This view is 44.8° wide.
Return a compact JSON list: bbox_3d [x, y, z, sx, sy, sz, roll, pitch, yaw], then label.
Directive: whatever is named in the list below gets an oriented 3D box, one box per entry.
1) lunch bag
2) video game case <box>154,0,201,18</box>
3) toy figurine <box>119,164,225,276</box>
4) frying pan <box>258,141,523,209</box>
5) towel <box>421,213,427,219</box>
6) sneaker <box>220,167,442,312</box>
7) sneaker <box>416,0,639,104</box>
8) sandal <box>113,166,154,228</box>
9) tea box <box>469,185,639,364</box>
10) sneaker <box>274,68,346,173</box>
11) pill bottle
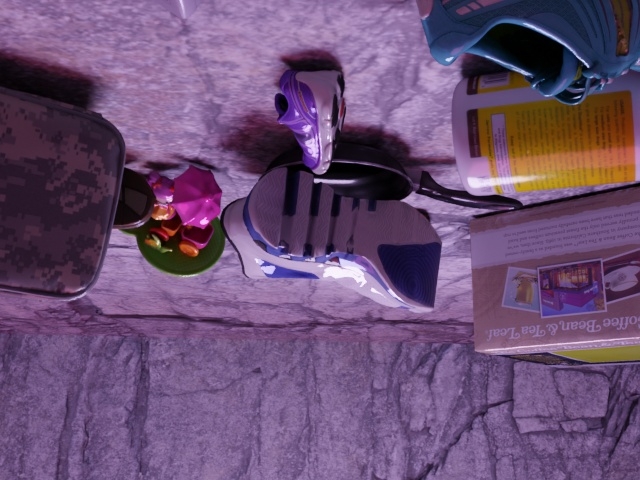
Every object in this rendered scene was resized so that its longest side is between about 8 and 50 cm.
[{"bbox_3d":[-0.384,-0.056,0.829,0.305,0.212,0.256,11,179,-32],"label":"lunch bag"},{"bbox_3d":[-0.147,-0.212,0.356,0.193,0.023,0.212,33,167,7],"label":"video game case"},{"bbox_3d":[-0.199,-0.050,1.063,0.173,0.130,0.159,27,148,-4],"label":"toy figurine"},{"bbox_3d":[0.082,-0.081,0.969,0.326,0.053,0.197,-3,165,15],"label":"frying pan"},{"bbox_3d":[0.052,-0.006,1.311,0.275,0.031,0.199,-1,167,14],"label":"towel"},{"bbox_3d":[-0.001,0.000,1.018,0.315,0.127,0.182,22,163,-33],"label":"sneaker"},{"bbox_3d":[0.191,-0.152,0.585,0.275,0.110,0.107,6,164,-21],"label":"sneaker"},{"bbox_3d":[-0.307,-0.047,1.045,0.219,0.090,0.060,-3,155,26],"label":"sandal"},{"bbox_3d":[0.456,0.074,1.216,0.329,0.220,0.323,-11,162,38],"label":"tea box"},{"bbox_3d":[-0.012,-0.130,0.811,0.071,0.068,0.170,15,158,7],"label":"sneaker"},{"bbox_3d":[0.238,-0.108,0.731,0.215,0.117,0.117,-4,164,20],"label":"pill bottle"}]
